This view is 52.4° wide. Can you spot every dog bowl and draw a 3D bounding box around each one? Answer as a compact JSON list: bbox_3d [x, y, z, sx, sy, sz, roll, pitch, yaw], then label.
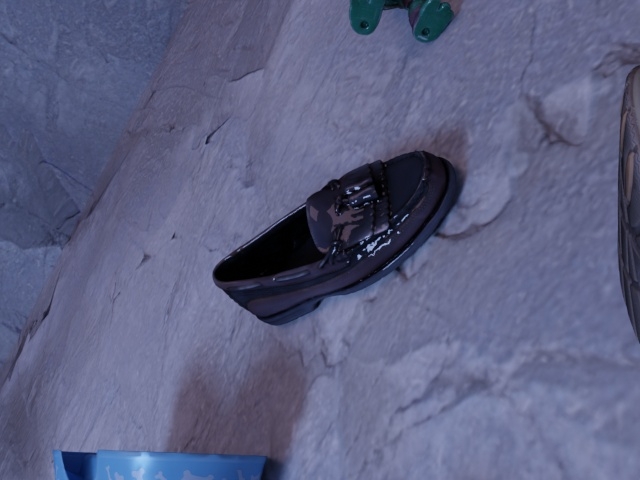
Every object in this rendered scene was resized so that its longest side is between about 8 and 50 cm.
[{"bbox_3d":[-0.177,0.259,0.680,0.297,0.165,0.074,-22,60,48],"label":"dog bowl"}]

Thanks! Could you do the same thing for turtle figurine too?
[{"bbox_3d":[0.086,-0.336,0.797,0.175,0.118,0.234,-7,51,7],"label":"turtle figurine"}]

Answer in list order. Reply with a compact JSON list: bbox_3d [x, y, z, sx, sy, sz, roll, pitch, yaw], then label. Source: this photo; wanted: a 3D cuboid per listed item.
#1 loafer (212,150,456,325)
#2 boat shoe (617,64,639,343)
[{"bbox_3d":[0.000,0.000,0.668,0.302,0.095,0.109,-36,39,38],"label":"loafer"},{"bbox_3d":[0.220,0.017,0.321,0.116,0.123,0.324,-5,46,18],"label":"boat shoe"}]
